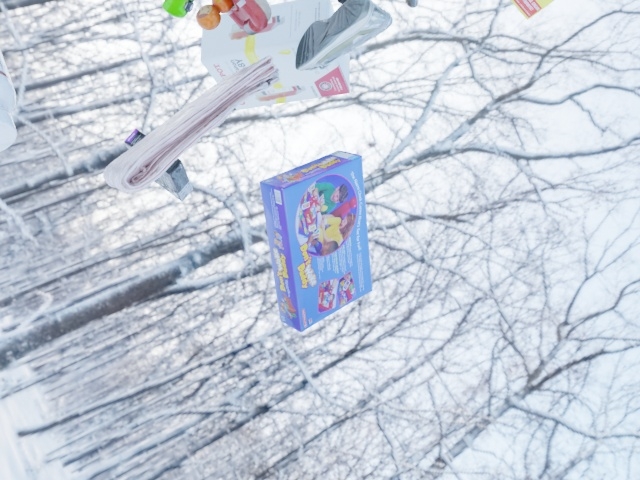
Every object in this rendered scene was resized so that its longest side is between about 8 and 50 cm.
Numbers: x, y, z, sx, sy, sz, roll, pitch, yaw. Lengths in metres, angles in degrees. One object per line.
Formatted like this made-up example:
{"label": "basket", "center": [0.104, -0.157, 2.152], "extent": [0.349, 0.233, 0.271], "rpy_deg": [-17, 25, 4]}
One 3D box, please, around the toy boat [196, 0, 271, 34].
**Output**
{"label": "toy boat", "center": [-0.242, -0.573, 1.571], "extent": [0.231, 0.151, 0.151], "rpy_deg": [44, -9, -21]}

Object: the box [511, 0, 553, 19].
{"label": "box", "center": [0.440, -0.502, 1.153], "extent": [0.087, 0.058, 0.232], "rpy_deg": [41, -46, -20]}

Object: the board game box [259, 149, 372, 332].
{"label": "board game box", "center": [0.000, 0.000, 1.466], "extent": [0.078, 0.233, 0.347], "rpy_deg": [21, -53, 44]}

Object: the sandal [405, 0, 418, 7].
{"label": "sandal", "center": [0.201, -0.604, 1.517], "extent": [0.219, 0.060, 0.090], "rpy_deg": [-78, 168, -50]}

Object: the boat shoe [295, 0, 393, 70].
{"label": "boat shoe", "center": [0.044, -0.508, 1.653], "extent": [0.320, 0.103, 0.118], "rpy_deg": [-21, -122, 51]}

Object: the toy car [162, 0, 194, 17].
{"label": "toy car", "center": [-0.247, -0.544, 1.256], "extent": [0.239, 0.053, 0.225], "rpy_deg": [25, -66, -2]}

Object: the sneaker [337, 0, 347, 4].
{"label": "sneaker", "center": [0.062, -0.682, 1.672], "extent": [0.058, 0.084, 0.152], "rpy_deg": [-160, -123, -73]}

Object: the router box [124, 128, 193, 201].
{"label": "router box", "center": [-0.371, -0.171, 1.511], "extent": [0.133, 0.046, 0.179], "rpy_deg": [35, -15, 7]}

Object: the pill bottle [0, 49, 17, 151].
{"label": "pill bottle", "center": [-0.492, -0.227, 0.888], "extent": [0.216, 0.121, 0.121], "rpy_deg": [66, -24, 15]}

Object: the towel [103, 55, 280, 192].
{"label": "towel", "center": [-0.238, -0.194, 1.144], "extent": [0.053, 0.317, 0.332], "rpy_deg": [54, -14, -18]}

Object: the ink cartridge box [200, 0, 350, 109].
{"label": "ink cartridge box", "center": [-0.127, -0.548, 1.946], "extent": [0.279, 0.384, 0.161], "rpy_deg": [53, 35, -63]}
